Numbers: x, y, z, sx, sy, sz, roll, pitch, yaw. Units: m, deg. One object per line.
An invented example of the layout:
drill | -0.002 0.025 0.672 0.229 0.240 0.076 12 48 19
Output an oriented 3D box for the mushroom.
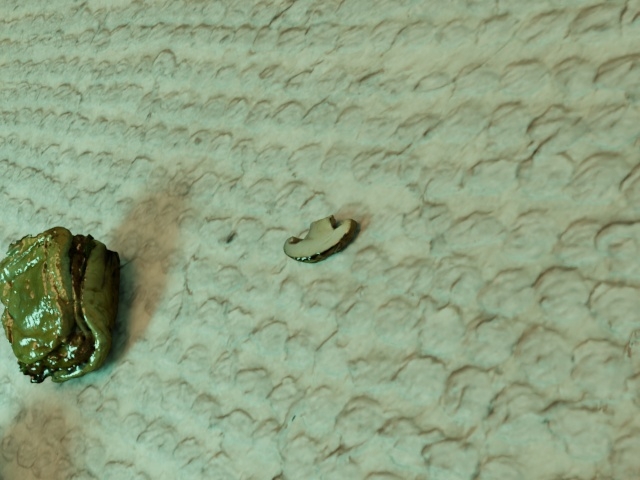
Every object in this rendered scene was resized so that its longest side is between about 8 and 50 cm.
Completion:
mushroom | 0.000 0.000 1.179 0.101 0.019 0.049 -17 56 41

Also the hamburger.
hamburger | -0.335 0.085 1.465 0.183 0.130 0.206 -23 70 43
